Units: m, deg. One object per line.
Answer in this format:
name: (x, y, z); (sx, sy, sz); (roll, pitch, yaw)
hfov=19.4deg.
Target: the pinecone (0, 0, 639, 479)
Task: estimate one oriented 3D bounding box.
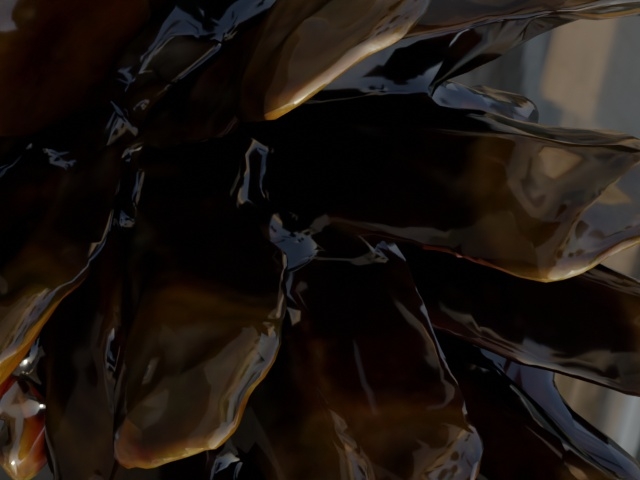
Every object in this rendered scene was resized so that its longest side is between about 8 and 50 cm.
pinecone: (0.002, 0.002, 0.445); (0.202, 0.201, 0.229); (-29, 163, -5)
